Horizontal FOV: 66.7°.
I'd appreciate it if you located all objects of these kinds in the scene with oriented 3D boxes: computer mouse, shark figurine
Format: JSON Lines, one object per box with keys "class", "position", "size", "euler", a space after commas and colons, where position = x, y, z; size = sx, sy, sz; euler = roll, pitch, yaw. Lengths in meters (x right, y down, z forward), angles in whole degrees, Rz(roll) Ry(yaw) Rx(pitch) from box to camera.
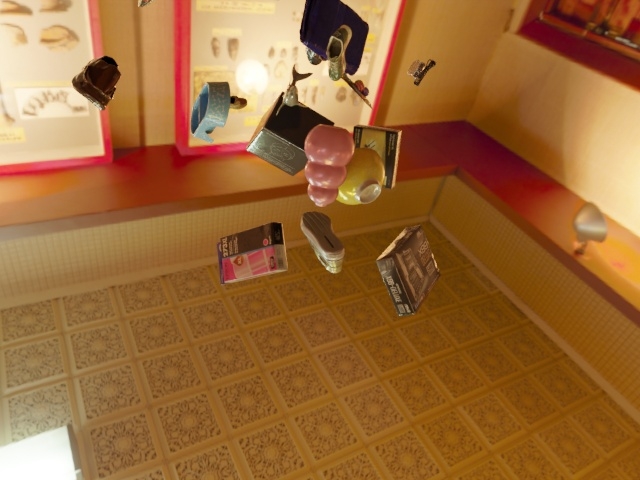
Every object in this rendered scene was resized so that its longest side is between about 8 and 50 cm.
{"class": "computer mouse", "position": [0.381, -0.647, 1.854], "size": [0.042, 0.106, 0.193], "euler": [27, -158, -15]}
{"class": "shark figurine", "position": [-0.096, -0.592, 1.988], "size": [0.116, 0.166, 0.278], "euler": [22, -145, -12]}

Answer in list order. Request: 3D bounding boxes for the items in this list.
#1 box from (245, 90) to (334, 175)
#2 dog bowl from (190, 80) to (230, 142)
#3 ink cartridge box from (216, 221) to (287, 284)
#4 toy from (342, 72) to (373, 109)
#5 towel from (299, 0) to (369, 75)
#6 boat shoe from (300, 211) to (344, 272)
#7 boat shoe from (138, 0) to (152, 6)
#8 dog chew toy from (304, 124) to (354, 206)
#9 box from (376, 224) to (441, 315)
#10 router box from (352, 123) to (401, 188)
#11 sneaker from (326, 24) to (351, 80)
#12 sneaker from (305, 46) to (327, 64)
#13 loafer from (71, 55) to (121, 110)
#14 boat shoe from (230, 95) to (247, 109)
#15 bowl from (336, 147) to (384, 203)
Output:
{"class": "box", "position": [-0.160, -0.511, 2.403], "size": [0.294, 0.395, 0.211], "euler": [28, -104, -17]}
{"class": "dog bowl", "position": [-0.407, -0.469, 1.772], "size": [0.074, 0.297, 0.165], "euler": [4, -104, -28]}
{"class": "ink cartridge box", "position": [-0.281, 0.055, 1.818], "size": [0.069, 0.371, 0.175], "euler": [3, -104, -49]}
{"class": "toy", "position": [0.171, -0.721, 2.261], "size": [0.237, 0.056, 0.136], "euler": [33, -153, -29]}
{"class": "towel", "position": [0.051, -0.785, 1.837], "size": [0.076, 0.227, 0.308], "euler": [16, -179, 43]}
{"class": "boat shoe", "position": [0.000, 0.000, 1.658], "size": [0.109, 0.094, 0.302], "euler": [-7, -147, -14]}
{"class": "boat shoe", "position": [-0.587, -0.813, 1.635], "size": [0.043, 0.049, 0.137], "euler": [1, -168, -26]}
{"class": "dog chew toy", "position": [0.024, -0.304, 2.008], "size": [0.207, 0.331, 0.206], "euler": [8, -164, -2]}
{"class": "box", "position": [0.349, 0.110, 1.895], "size": [0.077, 0.242, 0.307], "euler": [-13, -163, 38]}
{"class": "router box", "position": [0.288, -0.446, 2.587], "size": [0.243, 0.308, 0.081], "euler": [12, -154, 19]}
{"class": "sneaker", "position": [0.046, -0.609, 1.611], "size": [0.064, 0.192, 0.086], "euler": [29, -132, 13]}
{"class": "sneaker", "position": [-0.002, -0.852, 2.191], "size": [0.102, 0.268, 0.152], "euler": [-4, -111, -13]}
{"class": "loafer", "position": [-0.801, -0.594, 1.761], "size": [0.134, 0.130, 0.365], "euler": [41, -167, -41]}
{"class": "boat shoe", "position": [-0.347, -0.556, 1.951], "size": [0.135, 0.045, 0.050], "euler": [-20, -105, -38]}
{"class": "bowl", "position": [0.184, -0.257, 2.192], "size": [0.290, 0.289, 0.156], "euler": [-12, -130, -28]}
